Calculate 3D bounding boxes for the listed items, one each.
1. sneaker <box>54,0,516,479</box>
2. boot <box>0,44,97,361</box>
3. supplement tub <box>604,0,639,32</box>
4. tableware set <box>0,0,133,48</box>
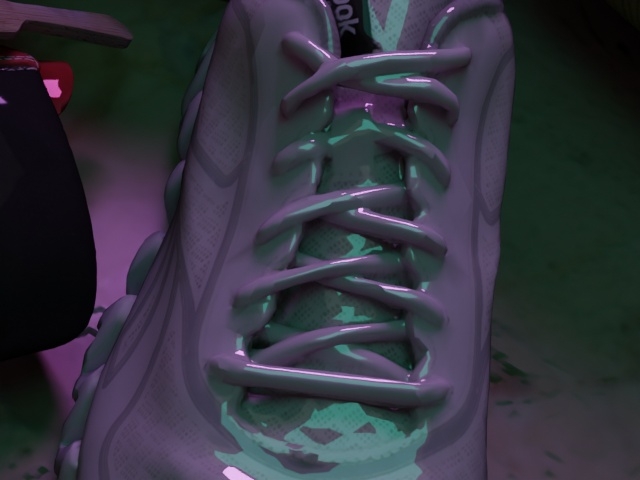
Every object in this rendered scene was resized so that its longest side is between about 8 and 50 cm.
[{"bbox_3d":[0.000,0.000,0.374,0.110,0.118,0.292,11,50,-8],"label":"sneaker"},{"bbox_3d":[-0.164,-0.060,0.371,0.176,0.088,0.244,-26,81,-42],"label":"boot"},{"bbox_3d":[0.166,-0.115,0.495,0.144,0.144,0.199,-25,60,-31],"label":"supplement tub"},{"bbox_3d":[-0.128,-0.108,0.371,0.128,0.039,0.194,45,20,17],"label":"tableware set"}]
